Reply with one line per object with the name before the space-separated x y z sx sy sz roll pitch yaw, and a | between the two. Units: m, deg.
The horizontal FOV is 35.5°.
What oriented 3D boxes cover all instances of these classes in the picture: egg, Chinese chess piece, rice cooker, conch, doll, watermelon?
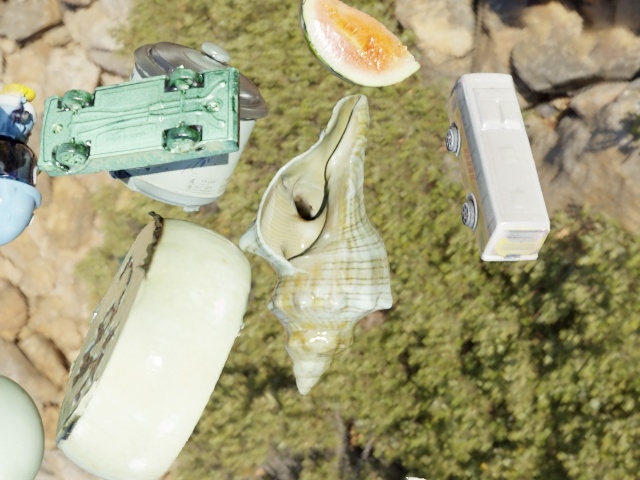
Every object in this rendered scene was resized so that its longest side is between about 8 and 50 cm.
egg | -0.576 0.340 1.707 0.283 0.202 0.203 48 158 55
Chinese chess piece | -0.224 0.139 1.305 0.146 0.349 0.349 25 149 -15
rice cooker | -0.251 -0.227 1.853 0.264 0.316 0.317 40 146 27
conch | -0.004 0.006 1.313 0.203 0.386 0.169 8 159 -13
doll | -0.552 -0.115 1.737 0.141 0.314 0.177 18 158 -35
watermelon | 0.054 -0.328 1.681 0.245 0.119 0.063 33 -178 -16

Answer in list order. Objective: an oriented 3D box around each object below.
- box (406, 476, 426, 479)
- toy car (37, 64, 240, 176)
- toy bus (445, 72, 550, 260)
box | 0.159 0.516 1.620 0.033 0.247 0.129 1 159 33
toy car | -0.274 -0.171 1.530 0.320 0.142 0.097 -8 154 12
toy bus | 0.229 -0.103 1.316 0.106 0.092 0.268 104 163 -57
